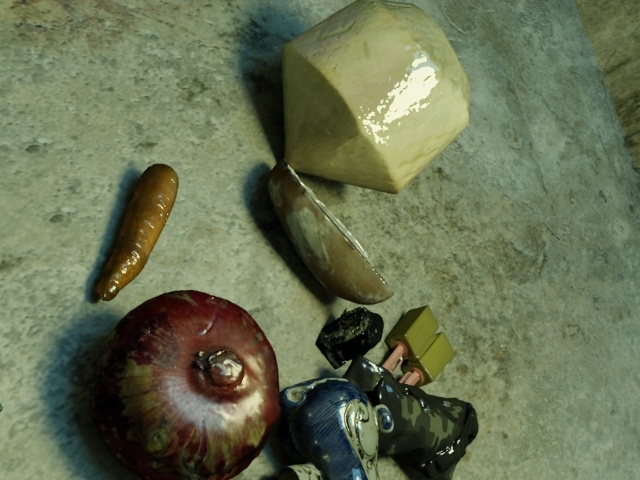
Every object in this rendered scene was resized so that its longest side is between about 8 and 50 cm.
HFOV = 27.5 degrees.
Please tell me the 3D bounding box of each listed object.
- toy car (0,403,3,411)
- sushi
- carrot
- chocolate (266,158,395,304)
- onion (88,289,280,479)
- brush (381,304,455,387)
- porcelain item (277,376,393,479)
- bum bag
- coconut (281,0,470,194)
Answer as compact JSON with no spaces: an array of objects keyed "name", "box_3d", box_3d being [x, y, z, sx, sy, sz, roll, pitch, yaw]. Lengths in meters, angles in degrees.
[{"name":"toy car","box_3d":[-0.438,0.093,1.259,0.320,0.097,0.141,54,33,-20]},{"name":"sushi","box_3d":[0.050,0.138,1.984,0.056,0.083,0.084,52,36,-22]},{"name":"carrot","box_3d":[-0.235,-0.008,1.676,0.059,0.059,0.247,48,40,-29]},{"name":"chocolate","box_3d":[-0.002,0.000,1.985,0.254,0.080,0.157,49,5,-23]},{"name":"onion","box_3d":[-0.153,0.177,1.552,0.246,0.190,0.246,15,65,-33]},{"name":"brush","box_3d":[0.137,0.204,2.113,0.103,0.047,0.233,60,37,-11]},{"name":"porcelain item","box_3d":[0.008,0.330,1.774,0.186,0.138,0.287,-2,76,-39]},{"name":"bum bag","box_3d":[0.131,0.282,2.005,0.340,0.095,0.144,28,71,-46]},{"name":"coconut","box_3d":[0.069,-0.213,2.070,0.329,0.329,0.328,35,44,-42]}]
